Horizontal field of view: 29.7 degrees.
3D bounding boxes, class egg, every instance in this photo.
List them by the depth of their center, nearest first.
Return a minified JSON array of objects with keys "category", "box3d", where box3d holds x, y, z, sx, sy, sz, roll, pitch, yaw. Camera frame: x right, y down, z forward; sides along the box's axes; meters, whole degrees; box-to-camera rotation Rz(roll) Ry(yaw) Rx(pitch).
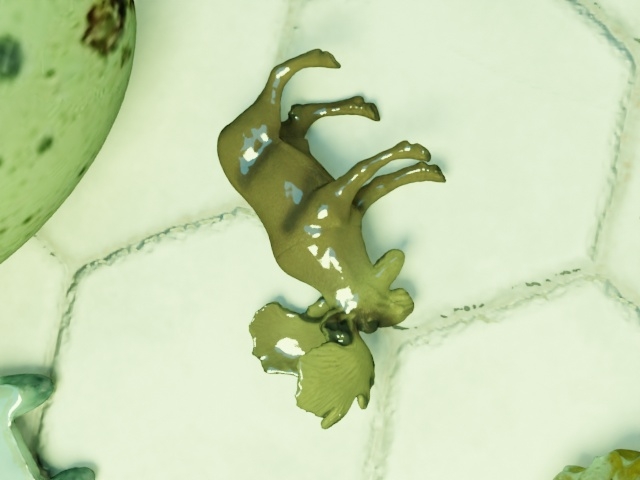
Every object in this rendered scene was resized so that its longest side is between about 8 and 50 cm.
[{"category":"egg","box3d":[-0.295,-0.097,0.780,0.379,0.287,0.287,-33,81,10]}]

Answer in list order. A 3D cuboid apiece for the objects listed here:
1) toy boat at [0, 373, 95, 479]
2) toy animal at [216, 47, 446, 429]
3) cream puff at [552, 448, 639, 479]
[{"category":"toy boat","box3d":[-0.271,0.180,0.883,0.208,0.079,0.134,-28,89,0]},{"category":"toy animal","box3d":[0.000,0.000,0.816,0.186,0.094,0.214,-42,72,4]},{"category":"cream puff","box3d":[0.201,0.210,0.744,0.156,0.156,0.121,36,54,12]}]
